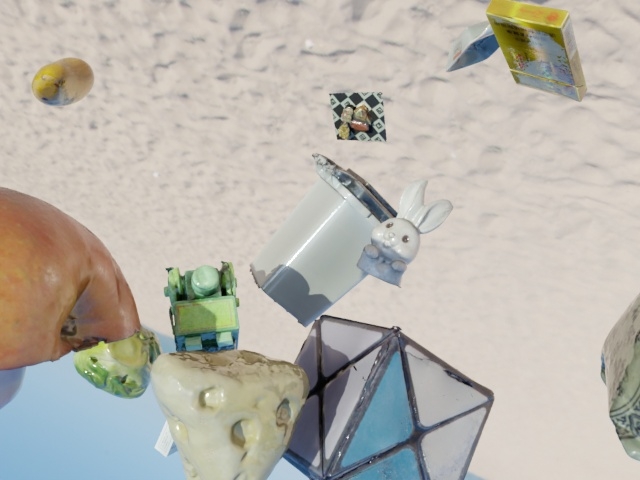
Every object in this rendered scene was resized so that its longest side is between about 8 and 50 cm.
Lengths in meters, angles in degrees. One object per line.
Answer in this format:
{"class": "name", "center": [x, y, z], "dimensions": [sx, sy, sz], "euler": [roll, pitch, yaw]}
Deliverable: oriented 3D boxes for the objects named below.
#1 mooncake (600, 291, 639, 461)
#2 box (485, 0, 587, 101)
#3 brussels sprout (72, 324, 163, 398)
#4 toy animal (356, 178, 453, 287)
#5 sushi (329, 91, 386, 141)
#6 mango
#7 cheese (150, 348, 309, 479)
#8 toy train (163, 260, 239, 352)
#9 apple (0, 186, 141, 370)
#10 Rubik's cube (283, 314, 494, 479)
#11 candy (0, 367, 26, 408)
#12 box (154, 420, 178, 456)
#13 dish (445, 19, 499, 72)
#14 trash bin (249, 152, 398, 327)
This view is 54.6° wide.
{"class": "mooncake", "center": [0.486, 0.173, 0.863], "dimensions": [0.136, 0.255, 0.250], "euler": [17, -157, 11]}
{"class": "box", "center": [0.244, -0.209, 0.692], "dimensions": [0.089, 0.022, 0.156], "euler": [30, 179, 32]}
{"class": "brussels sprout", "center": [-0.476, 0.272, 1.460], "dimensions": [0.223, 0.161, 0.223], "euler": [10, 131, 12]}
{"class": "toy animal", "center": [0.166, -0.019, 1.226], "dimensions": [0.103, 0.221, 0.130], "euler": [33, -174, 23]}
{"class": "sushi", "center": [0.080, -0.267, 1.370], "dimensions": [0.126, 0.026, 0.120], "euler": [5, 128, 23]}
{"class": "mango", "center": [-0.557, -0.338, 1.333], "dimensions": [0.090, 0.115, 0.178], "euler": [48, -159, -13]}
{"class": "cheese", "center": [-0.137, 0.253, 1.004], "dimensions": [0.173, 0.247, 0.251], "euler": [-5, 116, 51]}
{"class": "toy train", "center": [-0.243, 0.160, 1.314], "dimensions": [0.159, 0.188, 0.272], "euler": [-6, 152, -12]}
{"class": "apple", "center": [-0.324, 0.027, 0.603], "dimensions": [0.251, 0.163, 0.293], "euler": [-2, -178, 7]}
{"class": "Rubik's cube", "center": [0.110, 0.356, 1.228], "dimensions": [0.307, 0.305, 0.310], "euler": [34, 163, -24]}
{"class": "candy", "center": [-0.608, 0.137, 0.856], "dimensions": [0.358, 0.208, 0.145], "euler": [28, 126, 7]}
{"class": "box", "center": [-0.267, 0.347, 1.240], "dimensions": [0.040, 0.154, 0.084], "euler": [30, -168, 24]}
{"class": "dish", "center": [0.444, -0.565, 1.738], "dimensions": [0.234, 0.154, 0.064], "euler": [139, 110, -75]}
{"class": "trash bin", "center": [0.000, 0.000, 1.555], "dimensions": [0.296, 0.368, 0.256], "euler": [43, -176, -29]}
